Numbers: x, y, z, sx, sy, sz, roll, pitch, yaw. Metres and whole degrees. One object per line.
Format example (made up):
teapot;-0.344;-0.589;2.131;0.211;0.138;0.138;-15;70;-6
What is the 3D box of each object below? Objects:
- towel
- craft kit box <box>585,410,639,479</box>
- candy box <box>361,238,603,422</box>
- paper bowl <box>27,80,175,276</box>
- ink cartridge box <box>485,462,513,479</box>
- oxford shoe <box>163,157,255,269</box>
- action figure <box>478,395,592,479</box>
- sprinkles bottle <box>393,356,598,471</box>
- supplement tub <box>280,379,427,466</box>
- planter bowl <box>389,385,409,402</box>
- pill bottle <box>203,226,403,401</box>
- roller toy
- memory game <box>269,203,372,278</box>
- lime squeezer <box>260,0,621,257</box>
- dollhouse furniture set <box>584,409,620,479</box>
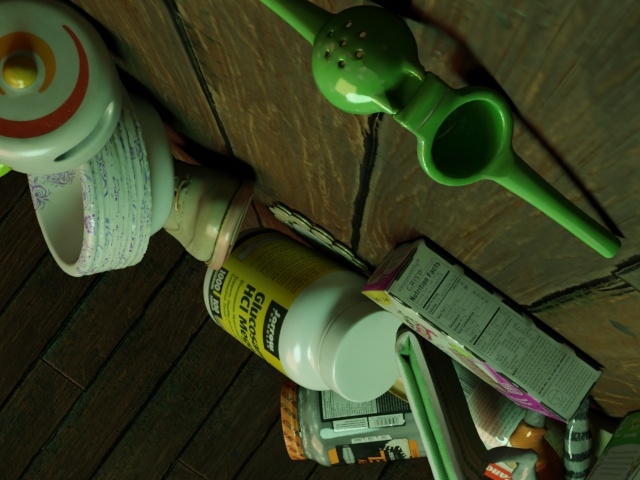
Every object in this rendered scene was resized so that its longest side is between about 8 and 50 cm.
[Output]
towel;0.161;0.214;1.223;0.325;0.038;0.247;-1;-110;-77
craft kit box;0.291;0.283;0.963;0.061;0.246;0.250;31;173;12
candy box;0.166;0.095;1.023;0.233;0.071;0.159;37;174;-2
paper bowl;-0.301;-0.100;1.313;0.148;0.284;0.284;-11;-160;-29
ink cartridge box;0.341;0.401;1.679;0.189;0.232;0.066;29;-142;-3
oxford shoe;-0.197;-0.050;1.403;0.146;0.140;0.397;24;176;-16
action figure;0.304;0.370;1.189;0.341;0.179;0.330;-74;-37;-70
sprinkles bottle;0.264;0.259;1.448;0.355;0.121;0.121;34;173;19
supplement tub;0.093;0.323;1.803;0.316;0.193;0.193;-8;164;8
planter bowl;0.118;0.176;1.635;0.217;0.090;0.217;39;-173;-6
pill bottle;-0.022;0.112;1.450;0.334;0.188;0.188;27;169;49
roller toy;-0.328;-0.179;1.080;0.191;0.209;0.146;-2;176;-5
memory game;0.000;0.000;1.425;0.186;0.012;0.186;35;173;5
lime squeezer;0.051;-0.072;0.525;0.310;0.059;0.110;35;173;-3
dollhouse furniture set;0.418;0.284;1.260;0.144;0.123;0.151;22;130;63
